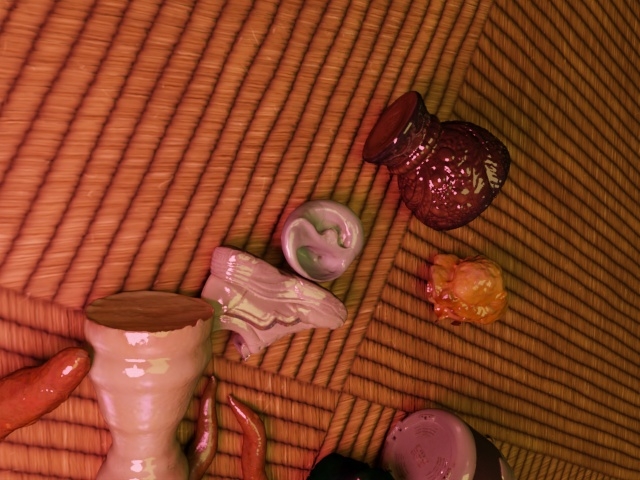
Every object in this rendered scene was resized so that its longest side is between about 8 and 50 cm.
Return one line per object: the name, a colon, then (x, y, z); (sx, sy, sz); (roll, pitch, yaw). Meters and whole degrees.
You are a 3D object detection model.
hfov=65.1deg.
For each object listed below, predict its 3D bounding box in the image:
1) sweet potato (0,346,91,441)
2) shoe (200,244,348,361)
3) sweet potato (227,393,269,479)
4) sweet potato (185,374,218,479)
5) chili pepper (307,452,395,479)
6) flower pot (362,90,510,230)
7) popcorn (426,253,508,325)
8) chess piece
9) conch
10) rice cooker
sweet potato: (-0.499, 0.263, 0.810); (0.354, 0.106, 0.095); (-28, 72, 8)
shoe: (-0.109, 0.159, 1.067); (0.342, 0.132, 0.211); (27, 87, -29)
sweet potato: (-0.147, 0.469, 1.112); (0.059, 0.067, 0.281); (-19, 103, -67)
sweet potato: (-0.244, 0.410, 1.049); (0.069, 0.059, 0.250); (47, 51, -66)
chili pepper: (0.071, 0.641, 1.159); (0.233, 0.248, 0.257); (68, 35, -59)
flower pot: (0.257, -0.195, 1.180); (0.267, 0.266, 0.267); (35, 77, -19)
popcorn: (0.402, 0.132, 1.338); (0.253, 0.190, 0.191); (2, 88, -28)
chess piece: (-0.314, 0.329, 0.898); (0.234, 0.234, 0.442); (1, 99, -32)
conch: (-0.001, 0.002, 1.098); (0.221, 0.121, 0.185); (-5, 67, -38)
rice cooker: (0.328, 0.608, 1.299); (0.277, 0.288, 0.288); (43, 73, -29)
